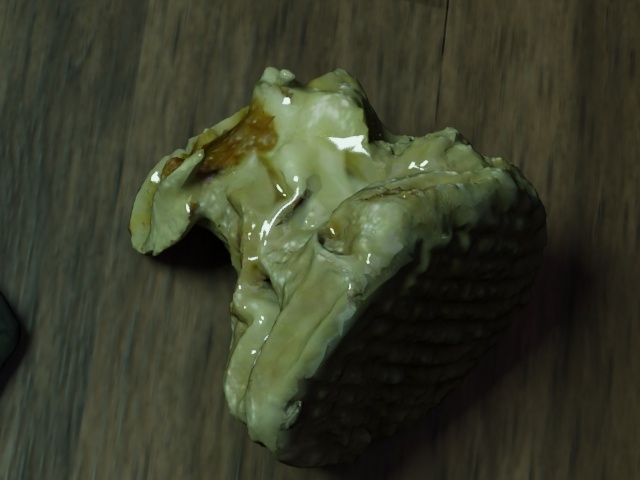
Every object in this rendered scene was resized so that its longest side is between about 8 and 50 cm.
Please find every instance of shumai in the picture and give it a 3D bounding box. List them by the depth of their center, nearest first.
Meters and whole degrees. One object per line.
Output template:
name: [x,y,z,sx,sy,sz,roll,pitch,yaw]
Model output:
shumai: [0.000,0.000,1.286,0.262,0.267,0.314,41,33,28]

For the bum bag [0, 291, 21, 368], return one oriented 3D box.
bum bag: [-0.338,-0.009,1.215,0.137,0.074,0.310,-35,90,-29]
